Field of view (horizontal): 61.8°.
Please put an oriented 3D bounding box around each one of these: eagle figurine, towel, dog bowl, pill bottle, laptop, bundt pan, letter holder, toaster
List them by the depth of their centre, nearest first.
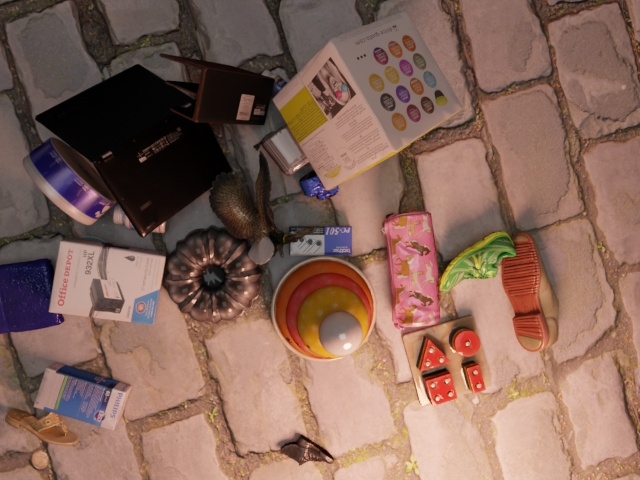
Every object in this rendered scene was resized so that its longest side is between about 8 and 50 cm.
[{"bbox_3d":[-0.747,-0.177,1.605,0.104,0.265,0.265,-41,94,-3],"label":"dog bowl"},{"bbox_3d":[-0.325,-0.456,1.618,0.214,0.302,0.152,27,112,27],"label":"letter holder"},{"bbox_3d":[-0.555,-0.290,1.648,0.382,0.236,0.408,-43,123,-31],"label":"laptop"},{"bbox_3d":[-0.196,-0.094,1.676,0.226,0.225,0.298,-39,115,-9],"label":"eagle figurine"},{"bbox_3d":[-0.991,0.182,1.700,0.308,0.076,0.228,-8,100,-4],"label":"towel"},{"bbox_3d":[-0.571,-0.074,1.710,0.160,0.087,0.087,7,91,-5],"label":"pill bottle"},{"bbox_3d":[-0.347,0.117,1.717,0.330,0.124,0.331,0,93,-4],"label":"bundt pan"},{"bbox_3d":[-0.086,-0.308,1.719,0.227,0.129,0.146,-36,96,-4],"label":"toaster"},{"bbox_3d":[-0.141,-0.498,1.738,0.120,0.067,0.067,39,89,-5],"label":"pill bottle"}]

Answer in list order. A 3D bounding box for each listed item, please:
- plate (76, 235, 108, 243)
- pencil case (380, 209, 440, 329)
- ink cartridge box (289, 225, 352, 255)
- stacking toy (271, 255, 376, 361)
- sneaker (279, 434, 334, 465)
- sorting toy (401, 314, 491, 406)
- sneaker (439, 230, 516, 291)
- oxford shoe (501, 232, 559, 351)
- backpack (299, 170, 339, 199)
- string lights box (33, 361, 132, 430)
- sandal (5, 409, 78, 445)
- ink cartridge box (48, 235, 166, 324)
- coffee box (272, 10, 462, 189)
[{"bbox_3d":[-0.750,0.079,1.734,0.188,0.024,0.188,0,92,-5],"label":"plate"},{"bbox_3d":[0.297,0.096,1.748,0.167,0.160,0.386,-6,94,25],"label":"pencil case"},{"bbox_3d":[0.000,0.000,1.777,0.207,0.046,0.097,0,93,-5],"label":"ink cartridge box"},{"bbox_3d":[0.026,0.231,1.569,0.350,0.480,0.351,0,92,-4],"label":"stacking toy"},{"bbox_3d":[-0.045,0.722,1.798,0.170,0.051,0.089,35,89,0],"label":"sneaker"},{"bbox_3d":[0.435,0.412,1.802,0.257,0.089,0.256,-16,93,-3],"label":"sorting toy"},{"bbox_3d":[0.522,0.083,1.775,0.295,0.109,0.123,-35,68,-3],"label":"sneaker"},{"bbox_3d":[0.721,0.169,1.817,0.146,0.140,0.397,-3,87,-35],"label":"oxford shoe"},{"bbox_3d":[-0.004,-0.182,1.745,0.120,0.098,0.101,-19,97,-4],"label":"backpack"},{"bbox_3d":[-0.762,0.501,1.720,0.259,0.077,0.133,19,91,-5],"label":"string lights box"},{"bbox_3d":[-0.883,0.575,1.709,0.240,0.088,0.079,21,96,0],"label":"sandal"},{"bbox_3d":[-0.655,0.125,1.666,0.307,0.129,0.223,10,92,-15],"label":"ink cartridge box"},{"bbox_3d":[0.133,-0.398,1.568,0.337,0.338,0.334,-35,96,-34],"label":"coffee box"}]
